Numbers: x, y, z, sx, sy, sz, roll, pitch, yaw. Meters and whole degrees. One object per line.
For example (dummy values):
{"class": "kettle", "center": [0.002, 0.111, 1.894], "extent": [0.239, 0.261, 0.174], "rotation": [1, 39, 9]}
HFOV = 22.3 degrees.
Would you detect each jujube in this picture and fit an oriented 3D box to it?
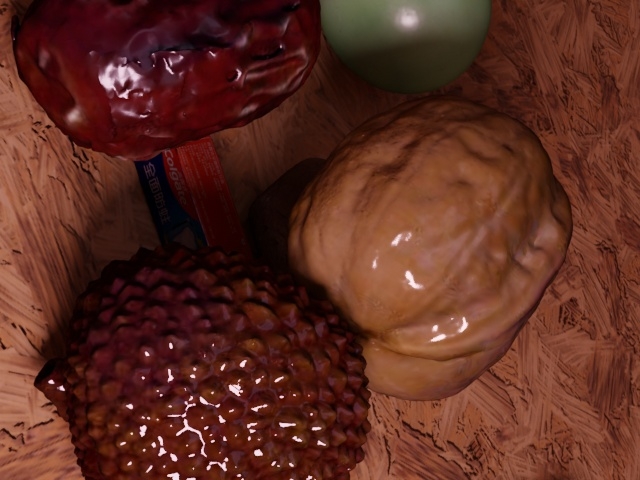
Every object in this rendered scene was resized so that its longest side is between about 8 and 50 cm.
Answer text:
{"class": "jujube", "center": [-0.154, -0.223, 1.742], "extent": [0.376, 0.258, 0.258], "rotation": [-38, 102, -39]}

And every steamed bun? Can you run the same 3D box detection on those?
{"class": "steamed bun", "center": [0.000, 0.000, 1.906], "extent": [0.145, 0.106, 0.175], "rotation": [-40, 106, -44]}

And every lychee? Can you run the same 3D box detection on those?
{"class": "lychee", "center": [-0.115, 0.151, 1.594], "extent": [0.330, 0.306, 0.306], "rotation": [0, 67, 1]}

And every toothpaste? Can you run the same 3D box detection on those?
{"class": "toothpaste", "center": [-0.114, 0.044, 1.795], "extent": [0.066, 0.076, 0.320], "rotation": [-14, 85, -47]}

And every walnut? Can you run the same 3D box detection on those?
{"class": "walnut", "center": [0.118, -0.001, 1.760], "extent": [0.344, 0.306, 0.306], "rotation": [-42, 104, -35]}

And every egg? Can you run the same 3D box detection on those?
{"class": "egg", "center": [0.102, -0.316, 2.053], "extent": [0.220, 0.220, 0.270], "rotation": [0, 68, -45]}
